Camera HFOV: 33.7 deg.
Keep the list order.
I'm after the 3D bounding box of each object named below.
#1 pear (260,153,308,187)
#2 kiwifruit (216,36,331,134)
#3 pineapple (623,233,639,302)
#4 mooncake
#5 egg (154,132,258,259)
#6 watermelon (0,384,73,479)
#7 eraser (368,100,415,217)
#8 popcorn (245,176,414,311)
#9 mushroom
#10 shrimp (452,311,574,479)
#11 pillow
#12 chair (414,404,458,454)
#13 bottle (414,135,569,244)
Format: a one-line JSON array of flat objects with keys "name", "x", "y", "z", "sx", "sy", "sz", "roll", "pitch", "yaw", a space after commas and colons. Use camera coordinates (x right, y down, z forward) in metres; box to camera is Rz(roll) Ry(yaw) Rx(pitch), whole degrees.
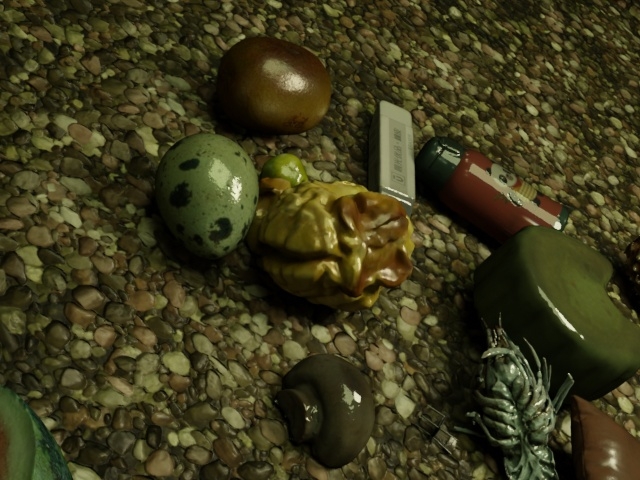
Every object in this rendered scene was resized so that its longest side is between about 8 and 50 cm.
[{"name": "pear", "x": -0.073, "y": -0.117, "z": 1.991, "sx": 0.097, "sy": 0.092, "sz": 0.092, "roll": 9, "pitch": 23, "yaw": 37}, {"name": "kiwifruit", "x": -0.086, "y": -0.300, "z": 2.076, "sx": 0.234, "sy": 0.196, "sz": 0.196, "roll": 13, "pitch": 45, "yaw": -35}, {"name": "pineapple", "x": 0.793, "y": 0.147, "z": 2.316, "sx": 0.175, "sy": 0.175, "sz": 0.361, "roll": -2, "pitch": 62, "yaw": -37}, {"name": "mooncake", "x": 0.453, "y": 0.144, "z": 2.034, "sx": 0.351, "sy": 0.187, "sz": 0.351, "roll": 27, "pitch": 41, "yaw": -26}, {"name": "egg", "x": -0.192, "y": -0.074, "z": 1.791, "sx": 0.177, "sy": 0.177, "sz": 0.228, "roll": 8, "pitch": 60, "yaw": -30}, {"name": "watermelon", "x": -0.405, "y": 0.295, "z": 1.226, "sx": 0.293, "sy": 0.250, "sz": 0.283, "roll": -2, "pitch": 48, "yaw": -40}, {"name": "eraser", "x": 0.148, "y": -0.160, "z": 2.207, "sx": 0.089, "sy": 0.061, "sz": 0.351, "roll": 22, "pitch": 41, "yaw": -18}, {"name": "popcorn", "x": 0.000, "y": 0.000, "z": 1.840, "sx": 0.332, "sy": 0.225, "sz": 0.265, "roll": 26, "pitch": 23, "yaw": 22}, {"name": "mushroom", "x": 0.021, "y": 0.255, "z": 1.685, "sx": 0.141, "sy": 0.117, "sz": 0.188, "roll": 9, "pitch": 41, "yaw": -45}, {"name": "shrimp", "x": 0.339, "y": 0.316, "z": 1.813, "sx": 0.222, "sy": 0.166, "sz": 0.410, "roll": -13, "pitch": 76, "yaw": 5}, {"name": "pillow", "x": 0.544, "y": 0.457, "z": 1.829, "sx": 0.308, "sy": 0.108, "sz": 0.305, "roll": 38, "pitch": 36, "yaw": -22}, {"name": "chair", "x": 0.204, "y": 0.321, "z": 1.796, "sx": 0.086, "sy": 0.042, "sz": 0.037, "roll": 38, "pitch": 44, "yaw": 2}, {"name": "bottle", "x": 0.348, "y": -0.094, "z": 2.231, "sx": 0.336, "sy": 0.144, "sz": 0.144, "roll": 32, "pitch": 40, "yaw": -2}]
